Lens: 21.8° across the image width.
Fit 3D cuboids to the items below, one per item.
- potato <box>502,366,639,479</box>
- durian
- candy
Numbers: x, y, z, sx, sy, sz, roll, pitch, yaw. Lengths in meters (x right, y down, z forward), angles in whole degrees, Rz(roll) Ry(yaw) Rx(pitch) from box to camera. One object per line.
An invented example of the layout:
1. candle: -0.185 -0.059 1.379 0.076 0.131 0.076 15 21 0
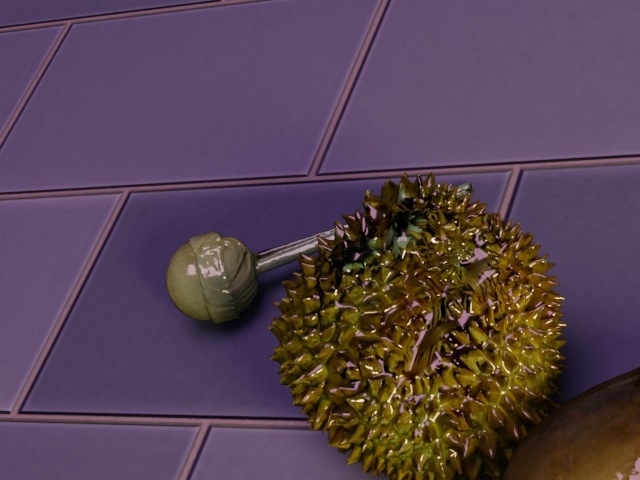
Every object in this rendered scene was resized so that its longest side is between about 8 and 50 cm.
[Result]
1. potato: 0.275 0.186 1.280 0.307 0.173 0.210 -22 13 24
2. durian: 0.086 0.086 1.486 0.291 0.224 0.291 -1 75 3
3. candy: 0.000 0.000 1.738 0.336 0.092 0.093 -20 24 -1
